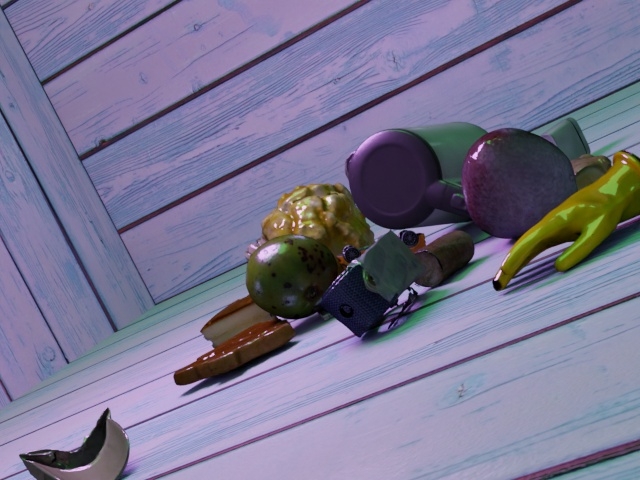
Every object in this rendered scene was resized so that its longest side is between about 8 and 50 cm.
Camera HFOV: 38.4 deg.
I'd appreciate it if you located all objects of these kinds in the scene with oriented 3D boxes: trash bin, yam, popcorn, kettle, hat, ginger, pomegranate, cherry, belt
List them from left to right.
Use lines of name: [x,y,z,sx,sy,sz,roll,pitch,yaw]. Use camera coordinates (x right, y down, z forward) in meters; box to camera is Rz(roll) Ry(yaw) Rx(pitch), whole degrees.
hat: [-0.387,0.382,1.528,0.166,0.144,0.173,-27,49,-27]
pomegranate: [-0.077,0.066,1.997,0.202,0.202,0.248,-28,39,-19]
popcorn: [-0.003,0.000,2.233,0.274,0.279,0.335,-5,-1,18]
belt: [0.101,0.087,1.637,0.139,0.126,0.230,-51,-7,30]
yam: [0.231,0.035,1.753,0.127,0.084,0.084,-25,3,-44]
kettle: [0.290,-0.129,2.096,0.361,0.250,0.376,25,18,26]
cherry: [0.378,-0.105,1.760,0.213,0.266,0.184,-26,41,17]
trash bin: [0.616,-0.238,2.328,0.130,0.116,0.059,-31,6,-41]
ginger: [0.547,-0.140,1.946,0.137,0.074,0.213,-16,11,11]

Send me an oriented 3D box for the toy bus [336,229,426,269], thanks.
toy bus: [0.136,0.037,2.006,0.194,0.088,0.083,-16,3,-1]

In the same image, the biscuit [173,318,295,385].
biscuit: [-0.158,0.226,1.949,0.278,0.043,0.301,-24,3,17]

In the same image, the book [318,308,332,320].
book: [0.078,0.121,1.985,0.181,0.014,0.127,-26,5,-5]

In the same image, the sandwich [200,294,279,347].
sandwich: [-0.176,0.185,2.195,0.244,0.090,0.088,-26,11,37]

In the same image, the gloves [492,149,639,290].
gloves: [0.388,-0.011,1.444,0.294,0.116,0.133,-36,-22,-2]
